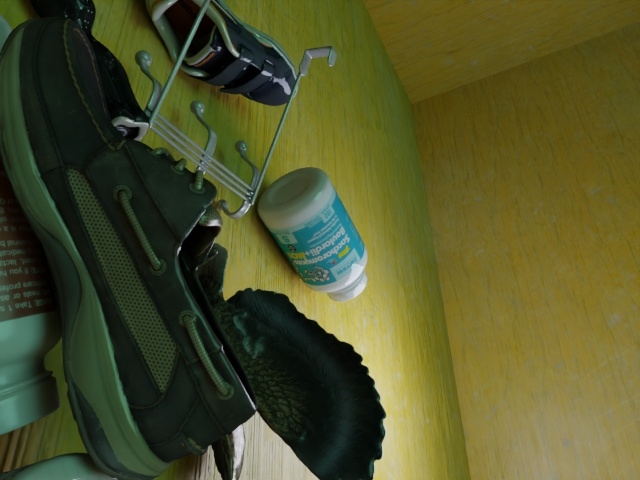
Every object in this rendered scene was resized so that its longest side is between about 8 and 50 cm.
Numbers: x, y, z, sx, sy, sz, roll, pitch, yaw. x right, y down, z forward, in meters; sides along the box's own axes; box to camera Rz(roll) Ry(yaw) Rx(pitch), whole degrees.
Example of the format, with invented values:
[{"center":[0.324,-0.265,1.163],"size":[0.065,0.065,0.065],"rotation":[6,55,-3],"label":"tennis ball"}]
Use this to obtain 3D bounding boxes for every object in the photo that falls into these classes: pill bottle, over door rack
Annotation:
[{"center":[-0.261,0.030,0.353],"size":[0.121,0.121,0.216],"rotation":[-7,82,-67],"label":"pill bottle"},{"center":[0.000,0.000,0.950],"size":[0.264,0.146,0.146],"rotation":[58,28,-33],"label":"pill bottle"},{"center":[-0.132,-0.225,0.715],"size":[0.324,0.108,0.239],"rotation":[-62,144,-8],"label":"over door rack"}]

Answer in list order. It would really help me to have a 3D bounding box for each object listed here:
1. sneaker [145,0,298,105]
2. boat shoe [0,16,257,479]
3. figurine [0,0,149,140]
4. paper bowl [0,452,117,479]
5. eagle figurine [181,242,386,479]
[{"center":[-0.157,-0.306,0.812],"size":[0.321,0.126,0.128],"rotation":[33,41,-43],"label":"sneaker"},{"center":[-0.140,-0.006,0.388],"size":[0.132,0.130,0.356],"rotation":[148,-75,-81],"label":"boat shoe"},{"center":[-0.297,-0.204,0.486],"size":[0.215,0.092,0.210],"rotation":[-6,73,-66],"label":"figurine"},{"center":[-0.187,0.287,0.279],"size":[0.284,0.148,0.284],"rotation":[-20,90,-83],"label":"paper bowl"},{"center":[-0.103,0.152,0.542],"size":[0.298,0.226,0.225],"rotation":[48,67,-18],"label":"eagle figurine"}]
